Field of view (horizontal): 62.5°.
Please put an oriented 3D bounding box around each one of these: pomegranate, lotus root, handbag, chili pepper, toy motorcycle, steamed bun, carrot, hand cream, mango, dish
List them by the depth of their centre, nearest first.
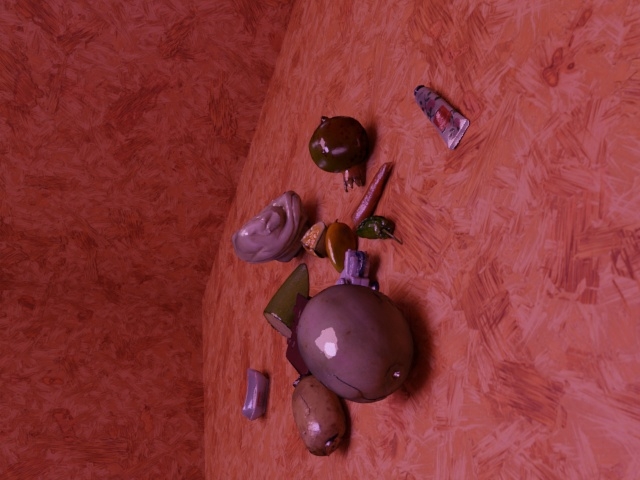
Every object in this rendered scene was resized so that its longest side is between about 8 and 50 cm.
[{"bbox_3d":[0.294,-0.318,1.313,0.080,0.050,0.233,-62,34,32],"label":"hand cream"},{"bbox_3d":[0.162,-0.037,1.504,0.204,0.073,0.072,4,72,68],"label":"chili pepper"},{"bbox_3d":[0.083,0.149,1.569,0.171,0.110,0.260,-152,69,-69],"label":"toy motorcycle"},{"bbox_3d":[0.156,-0.145,1.580,0.057,0.057,0.224,-109,36,-51],"label":"carrot"},{"bbox_3d":[-0.011,0.522,1.611,0.160,0.146,0.284,-54,37,14],"label":"lotus root"},{"bbox_3d":[0.065,0.018,1.678,0.066,0.101,0.187,138,136,-59],"label":"mango"},{"bbox_3d":[0.059,-0.280,1.691,0.198,0.199,0.245,158,119,-66],"label":"pomegranate"},{"bbox_3d":[-0.041,0.332,1.851,0.275,0.084,0.259,-168,86,-70],"label":"handbag"},{"bbox_3d":[-0.165,-0.026,2.112,0.347,0.237,0.394,-34,10,28],"label":"steamed bun"},{"bbox_3d":[-0.284,0.682,2.343,0.151,0.077,0.212,167,111,-66],"label":"dish"}]

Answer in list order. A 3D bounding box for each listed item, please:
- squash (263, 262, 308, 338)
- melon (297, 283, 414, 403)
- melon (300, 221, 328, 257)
[{"bbox_3d":[-0.089,0.244,2.096,0.260,0.189,0.189,-50,9,-24],"label":"squash"},{"bbox_3d":[0.089,0.247,1.292,0.330,0.269,0.268,40,119,56],"label":"melon"},{"bbox_3d":[0.000,0.000,1.907,0.128,0.079,0.160,-61,21,0],"label":"melon"}]
